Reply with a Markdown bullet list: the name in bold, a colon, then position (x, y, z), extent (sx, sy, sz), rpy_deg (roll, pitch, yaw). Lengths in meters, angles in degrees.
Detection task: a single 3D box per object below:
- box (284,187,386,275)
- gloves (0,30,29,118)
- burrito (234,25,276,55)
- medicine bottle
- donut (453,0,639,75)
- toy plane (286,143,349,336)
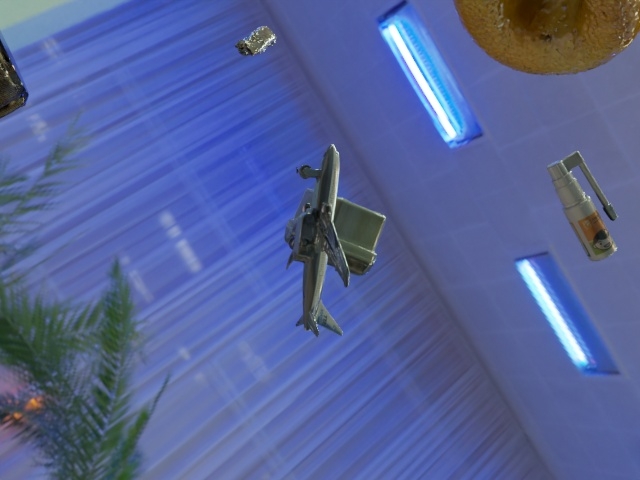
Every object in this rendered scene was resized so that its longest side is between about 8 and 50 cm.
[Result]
- **box**: position (0.028, -0.019, 1.458), extent (0.148, 0.129, 0.210), rpy_deg (21, 1, -23)
- **gloves**: position (-0.455, -0.133, 0.691), extent (0.154, 0.331, 0.141), rpy_deg (86, -17, -56)
- **burrito**: position (-0.136, -0.424, 1.580), extent (0.051, 0.171, 0.042), rpy_deg (31, -57, -2)
- **medicine bottle**: position (0.546, -0.071, 1.519), extent (0.220, 0.092, 0.061), rpy_deg (59, 2, -7)
- **donut**: position (0.278, -0.309, 0.900), extent (0.278, 0.108, 0.277), rpy_deg (19, -20, 7)
- **toy plane**: position (-0.003, 0.002, 0.858), extent (0.226, 0.058, 0.226), rpy_deg (-172, -100, -71)
